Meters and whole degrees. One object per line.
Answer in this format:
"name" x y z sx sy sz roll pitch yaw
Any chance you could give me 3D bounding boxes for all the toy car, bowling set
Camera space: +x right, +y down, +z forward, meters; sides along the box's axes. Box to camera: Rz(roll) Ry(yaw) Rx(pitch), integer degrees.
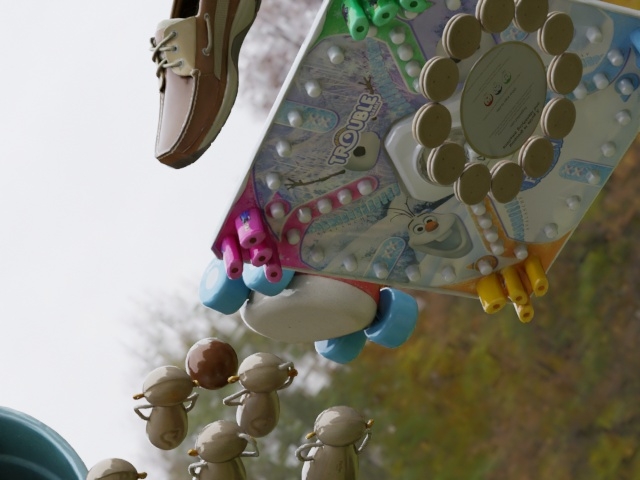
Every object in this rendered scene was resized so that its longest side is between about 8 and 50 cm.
"toy car" 0.000 0.000 2.023 0.210 0.219 0.238 -24 48 54
"bowling set" -0.109 0.162 1.569 0.287 0.200 0.154 -11 -32 -13

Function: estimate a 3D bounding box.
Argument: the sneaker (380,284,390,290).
"sneaker" 0.093 -0.014 2.192 0.064 0.067 0.175 -8 -66 -62

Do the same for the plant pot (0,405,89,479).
"plant pot" -0.367 0.402 1.763 0.341 0.341 0.334 -49 -27 -22

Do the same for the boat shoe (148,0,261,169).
"boat shoe" -0.178 -0.251 2.186 0.122 0.120 0.324 -22 47 47

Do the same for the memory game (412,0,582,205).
"memory game" 0.147 -0.117 1.324 0.186 0.012 0.186 -15 -65 -36

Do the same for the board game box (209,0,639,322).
"board game box" 0.134 -0.085 1.625 0.390 0.050 0.390 9 -50 -25
